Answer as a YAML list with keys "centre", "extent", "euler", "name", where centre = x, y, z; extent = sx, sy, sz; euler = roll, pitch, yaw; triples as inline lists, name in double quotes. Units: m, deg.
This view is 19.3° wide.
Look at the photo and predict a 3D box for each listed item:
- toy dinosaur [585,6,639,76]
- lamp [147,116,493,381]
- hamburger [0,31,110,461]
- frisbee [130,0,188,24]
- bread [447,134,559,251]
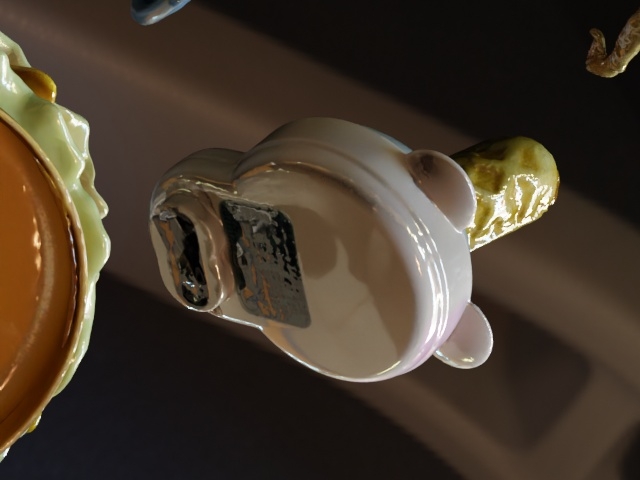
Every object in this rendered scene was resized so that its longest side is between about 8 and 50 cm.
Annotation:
- centre: [0.206, -0.122, 1.020]
  extent: [0.162, 0.039, 0.126]
  euler: [36, 140, 28]
  name: "toy dinosaur"
- centre: [0.000, -0.001, 1.243]
  extent: [0.246, 0.108, 0.179]
  euler: [8, 120, 29]
  name: "lamp"
- centre: [-0.248, -0.001, 0.999]
  extent: [0.274, 0.212, 0.274]
  euler: [-2, 106, -9]
  name: "hamburger"
- centre: [-0.063, -0.296, 1.664]
  extent: [0.049, 0.289, 0.289]
  euler: [38, 138, -18]
  name: "frisbee"
- centre: [0.094, -0.021, 1.642]
  extent: [0.269, 0.087, 0.098]
  euler: [-22, 140, -25]
  name: "bread"
